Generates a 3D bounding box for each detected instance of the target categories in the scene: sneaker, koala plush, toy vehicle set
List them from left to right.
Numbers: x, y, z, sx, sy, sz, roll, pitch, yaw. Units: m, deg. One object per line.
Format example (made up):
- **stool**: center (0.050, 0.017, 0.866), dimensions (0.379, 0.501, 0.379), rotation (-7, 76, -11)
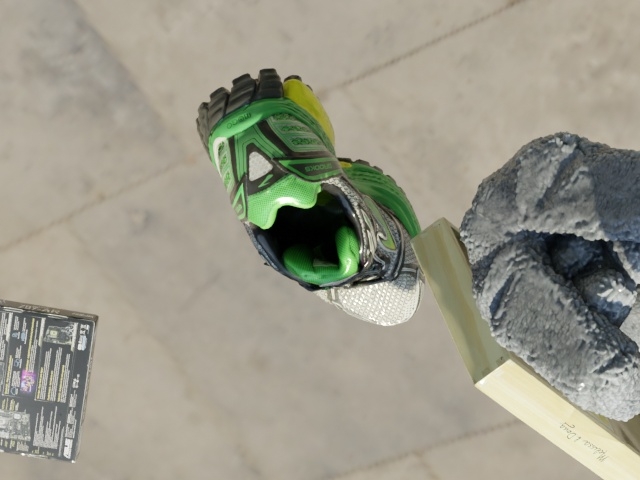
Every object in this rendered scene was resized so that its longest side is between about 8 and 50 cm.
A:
- **sneaker**: center (0.000, 0.000, 1.640), dimensions (0.134, 0.146, 0.343), rotation (-26, 145, 15)
- **toy vehicle set**: center (0.188, 0.104, 1.531), dimensions (0.035, 0.166, 0.267), rotation (-39, 132, 17)
- **koala plush**: center (0.238, 0.024, 1.403), dimensions (0.203, 0.221, 0.196), rotation (29, 100, 48)

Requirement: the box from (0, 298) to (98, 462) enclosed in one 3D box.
- **box**: center (-0.163, 0.078, 1.042), dimensions (0.067, 0.018, 0.083), rotation (8, 99, 0)
